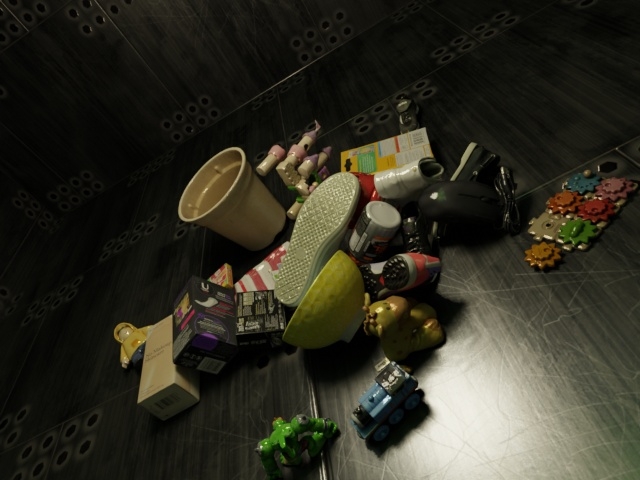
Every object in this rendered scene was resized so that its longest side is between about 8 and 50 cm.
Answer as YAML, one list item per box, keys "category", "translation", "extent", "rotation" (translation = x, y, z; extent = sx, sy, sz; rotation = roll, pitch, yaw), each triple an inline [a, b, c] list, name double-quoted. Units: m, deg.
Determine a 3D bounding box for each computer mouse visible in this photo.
- category: "computer mouse"
  translation: [0.404, -0.114, 1.285]
  extent: [0.273, 0.072, 0.188]
  rotation: [-1, 71, 1]

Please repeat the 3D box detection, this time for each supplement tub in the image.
- category: "supplement tub"
  translation: [0.153, -0.015, 1.416]
  extent: [0.117, 0.117, 0.190]
  rotation: [-90, 16, -44]

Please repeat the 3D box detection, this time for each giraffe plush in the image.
- category: "giraffe plush"
  translation: [0.176, 0.202, 1.170]
  extent: [0.210, 0.170, 0.181]
  rotation: [-48, 37, -16]

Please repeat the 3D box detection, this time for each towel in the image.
- category: "towel"
  translation: [-0.191, 0.153, 1.650]
  extent: [0.329, 0.037, 0.237]
  rotation: [-39, 36, -4]

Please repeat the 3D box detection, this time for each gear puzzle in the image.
- category: "gear puzzle"
  translation: [0.624, -0.059, 1.202]
  extent: [0.339, 0.044, 0.175]
  rotation: [-45, 36, -12]

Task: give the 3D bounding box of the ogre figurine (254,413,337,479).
- category: "ogre figurine"
  translation: [-0.064, 0.470, 1.110]
  extent: [0.197, 0.118, 0.096]
  rotation: [-24, 37, 15]

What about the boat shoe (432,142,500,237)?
- category: "boat shoe"
  translation: [0.435, -0.139, 1.396]
  extent: [0.113, 0.127, 0.340]
  rotation: [22, 61, 22]

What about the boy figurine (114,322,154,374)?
- category: "boy figurine"
  translation: [-0.669, 0.377, 1.748]
  extent: [0.177, 0.092, 0.285]
  rotation: [-50, 40, -14]

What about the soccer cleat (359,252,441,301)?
- category: "soccer cleat"
  translation: [0.197, 0.099, 1.288]
  extent: [0.117, 0.108, 0.318]
  rotation: [-5, -12, -22]

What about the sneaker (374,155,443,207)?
- category: "sneaker"
  translation: [0.302, -0.172, 1.431]
  extent: [0.169, 0.293, 0.108]
  rotation: [-17, 81, 32]

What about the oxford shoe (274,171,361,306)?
- category: "oxford shoe"
  translation: [0.000, 0.000, 1.477]
  extent: [0.169, 0.130, 0.449]
  rotation: [24, 89, 34]

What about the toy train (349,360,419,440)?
- category: "toy train"
  translation: [0.142, 0.364, 1.069]
  extent: [0.184, 0.105, 0.080]
  rotation: [-42, 35, -8]

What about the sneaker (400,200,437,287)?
- category: "sneaker"
  translation: [0.264, 0.003, 1.363]
  extent: [0.107, 0.124, 0.283]
  rotation: [-18, 39, 25]

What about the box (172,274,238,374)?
- category: "box"
  translation: [-0.367, 0.266, 1.517]
  extent: [0.143, 0.165, 0.270]
  rotation: [-51, 33, 20]

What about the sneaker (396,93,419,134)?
- category: "sneaker"
  translation: [0.341, -0.502, 1.893]
  extent: [0.078, 0.106, 0.234]
  rotation: [-16, 40, 28]

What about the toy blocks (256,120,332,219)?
- category: "toy blocks"
  translation: [-0.008, -0.250, 1.750]
  extent: [0.309, 0.288, 0.260]
  rotation: [6, 48, 45]

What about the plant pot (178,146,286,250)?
- category: "plant pot"
  translation: [-0.309, -0.126, 1.811]
  extent: [0.334, 0.305, 0.333]
  rotation: [-26, 42, 26]

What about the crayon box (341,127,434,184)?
- category: "crayon box"
  translation: [0.239, -0.278, 1.708]
  extent: [0.323, 0.083, 0.203]
  rotation: [-14, 40, 14]

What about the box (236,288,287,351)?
- category: "box"
  translation: [-0.182, 0.240, 1.455]
  extent: [0.148, 0.077, 0.180]
  rotation: [-5, 37, -7]

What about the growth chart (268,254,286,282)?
- category: "growth chart"
  translation: [-0.070, 0.068, 1.614]
  extent: [0.237, 0.021, 0.172]
  rotation: [-38, 37, -9]

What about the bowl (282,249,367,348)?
- category: "bowl"
  translation: [0.040, 0.187, 1.287]
  extent: [0.156, 0.289, 0.289]
  rotation: [33, 66, 7]

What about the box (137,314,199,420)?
- category: "box"
  translation: [-0.480, 0.395, 1.540]
  extent: [0.148, 0.121, 0.311]
  rotation: [-32, 36, 8]

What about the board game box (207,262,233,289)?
- category: "board game box"
  translation: [-0.420, 0.205, 1.743]
  extent: [0.259, 0.039, 0.124]
  rotation: [-44, 32, 16]

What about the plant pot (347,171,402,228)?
- category: "plant pot"
  translation: [0.158, -0.121, 1.544]
  extent: [0.174, 0.191, 0.191]
  rotation: [14, 59, 41]
